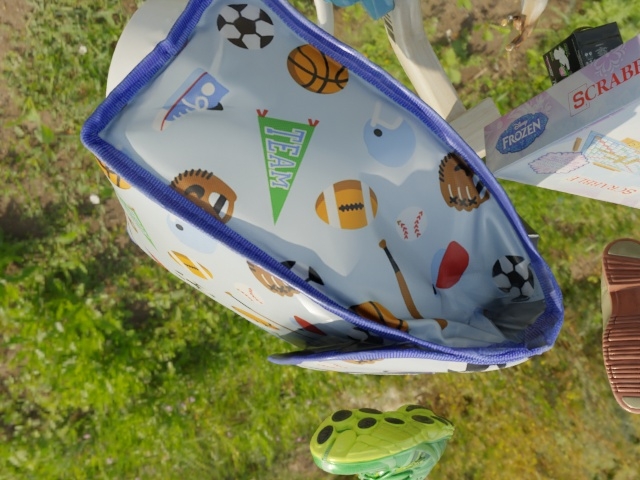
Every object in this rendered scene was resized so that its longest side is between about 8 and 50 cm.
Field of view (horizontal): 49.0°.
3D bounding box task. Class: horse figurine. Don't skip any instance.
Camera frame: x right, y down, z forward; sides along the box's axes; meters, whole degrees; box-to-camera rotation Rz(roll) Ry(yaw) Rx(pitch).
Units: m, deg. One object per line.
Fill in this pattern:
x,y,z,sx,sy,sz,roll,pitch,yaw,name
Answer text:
0.463,-0.534,1.555,0.174,0.066,0.263,-31,141,-49,horse figurine

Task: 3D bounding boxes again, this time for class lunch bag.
0.000,0.000,0.669,0.238,0.386,0.328,-56,-178,-14,lunch bag

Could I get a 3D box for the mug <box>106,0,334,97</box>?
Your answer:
-0.107,-0.255,1.087,0.328,0.276,0.374,18,110,11,mug

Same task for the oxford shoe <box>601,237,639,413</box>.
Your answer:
0.702,0.199,1.574,0.141,0.396,0.146,2,154,18,oxford shoe

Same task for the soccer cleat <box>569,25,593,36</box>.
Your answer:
0.395,-0.286,1.031,0.060,0.178,0.072,-4,128,19,soccer cleat

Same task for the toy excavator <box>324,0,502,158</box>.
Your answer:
0.081,-0.338,0.877,0.222,0.432,0.445,-34,156,3,toy excavator

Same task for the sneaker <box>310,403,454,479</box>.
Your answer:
0.094,0.297,0.962,0.296,0.109,0.123,15,91,-51,sneaker

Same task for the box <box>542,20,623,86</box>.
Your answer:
0.331,-0.229,0.881,0.062,0.052,0.083,-17,179,-10,box

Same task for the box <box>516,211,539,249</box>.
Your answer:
0.241,0.050,1.075,0.108,0.153,0.207,-5,120,-9,box

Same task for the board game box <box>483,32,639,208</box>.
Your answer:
0.396,-0.121,0.727,0.319,0.065,0.318,9,160,-27,board game box
